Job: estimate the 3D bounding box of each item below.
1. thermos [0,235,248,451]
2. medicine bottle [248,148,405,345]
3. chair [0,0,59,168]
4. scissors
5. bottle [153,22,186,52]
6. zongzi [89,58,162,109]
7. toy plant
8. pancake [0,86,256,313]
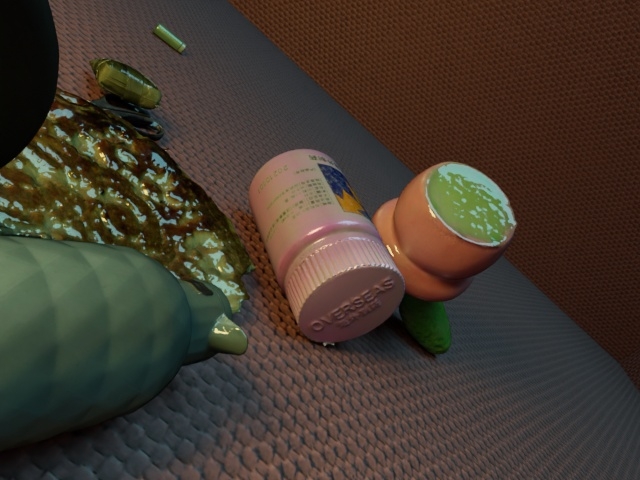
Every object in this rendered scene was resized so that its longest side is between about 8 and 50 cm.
[{"bbox_3d":[-0.200,0.069,0.398,0.182,0.145,0.286,16,4,29],"label":"thermos"},{"bbox_3d":[0.000,0.000,0.818,0.178,0.178,0.291,25,27,-40],"label":"medicine bottle"},{"bbox_3d":[-0.386,-0.252,0.344,0.364,0.362,0.410,-1,57,-49],"label":"chair"},{"bbox_3d":[-0.356,-0.197,0.760,0.109,0.022,0.300,45,21,14],"label":"scissors"},{"bbox_3d":[-0.385,-0.518,1.301,0.083,0.030,0.030,35,22,-23],"label":"bottle"},{"bbox_3d":[-0.330,-0.269,0.864,0.109,0.055,0.119,25,10,-41],"label":"zongzi"},{"bbox_3d":[0.192,0.043,0.924,0.317,0.356,0.210,44,46,7],"label":"toy plant"},{"bbox_3d":[-0.260,-0.052,0.632,0.426,0.067,0.305,29,33,-37],"label":"pancake"}]
